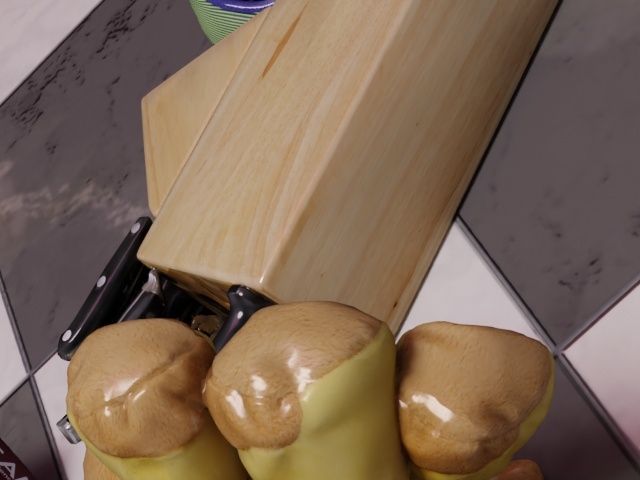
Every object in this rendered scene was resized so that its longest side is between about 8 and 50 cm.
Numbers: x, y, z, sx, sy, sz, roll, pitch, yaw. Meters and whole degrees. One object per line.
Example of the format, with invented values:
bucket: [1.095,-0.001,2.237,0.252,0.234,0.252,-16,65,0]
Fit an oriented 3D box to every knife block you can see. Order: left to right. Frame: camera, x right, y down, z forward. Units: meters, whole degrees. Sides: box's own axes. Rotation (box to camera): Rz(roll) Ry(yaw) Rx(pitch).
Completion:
knife block: [0.000,0.000,0.711,0.275,0.088,0.242,-33,44,21]

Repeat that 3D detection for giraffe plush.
giraffe plush: [-0.001,0.139,0.540,0.181,0.210,0.171,-5,60,13]

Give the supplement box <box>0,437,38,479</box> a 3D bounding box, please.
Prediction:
supplement box: [-0.220,0.202,0.714,0.130,0.073,0.239,-25,24,24]

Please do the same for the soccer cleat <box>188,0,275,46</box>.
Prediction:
soccer cleat: [0.052,-0.185,0.773,0.289,0.121,0.093,-36,41,18]
